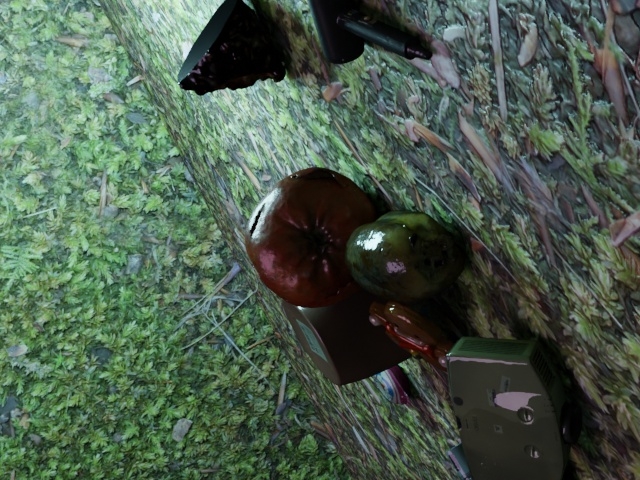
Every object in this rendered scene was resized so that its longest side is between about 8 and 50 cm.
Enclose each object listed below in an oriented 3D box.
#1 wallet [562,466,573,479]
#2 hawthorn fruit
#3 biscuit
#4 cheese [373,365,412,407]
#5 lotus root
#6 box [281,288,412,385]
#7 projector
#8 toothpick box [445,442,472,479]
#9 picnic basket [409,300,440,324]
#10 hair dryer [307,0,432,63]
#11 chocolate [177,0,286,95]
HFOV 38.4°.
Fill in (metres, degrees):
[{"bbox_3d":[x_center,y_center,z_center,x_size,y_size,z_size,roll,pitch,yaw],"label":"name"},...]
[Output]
[{"bbox_3d":[0.365,0.362,1.699,0.220,0.071,0.262,58,170,-16],"label":"wallet"},{"bbox_3d":[0.000,0.000,1.851,0.276,0.276,0.307,57,-173,9],"label":"hawthorn fruit"},{"bbox_3d":[0.179,0.185,1.741,0.205,0.049,0.324,30,168,16],"label":"biscuit"},{"bbox_3d":[0.160,0.337,2.354,0.244,0.062,0.155,48,164,41],"label":"cheese"},{"bbox_3d":[0.137,0.032,1.603,0.160,0.152,0.275,57,168,-11],"label":"lotus root"},{"bbox_3d":[0.062,0.167,2.028,0.301,0.216,0.301,56,167,19],"label":"box"},{"bbox_3d":[0.319,0.282,1.484,0.194,0.088,0.269,0,116,33],"label":"projector"},{"bbox_3d":[0.334,0.518,2.140,0.083,0.052,0.052,57,166,13],"label":"toothpick box"},{"bbox_3d":[0.202,0.145,1.814,0.083,0.065,0.083,-10,116,53],"label":"picnic basket"},{"bbox_3d":[0.076,-0.292,1.336,0.255,0.070,0.128,40,158,42],"label":"hair dryer"},{"bbox_3d":[-0.158,-0.350,1.831,0.177,0.206,0.224,33,-169,-19],"label":"chocolate"}]
